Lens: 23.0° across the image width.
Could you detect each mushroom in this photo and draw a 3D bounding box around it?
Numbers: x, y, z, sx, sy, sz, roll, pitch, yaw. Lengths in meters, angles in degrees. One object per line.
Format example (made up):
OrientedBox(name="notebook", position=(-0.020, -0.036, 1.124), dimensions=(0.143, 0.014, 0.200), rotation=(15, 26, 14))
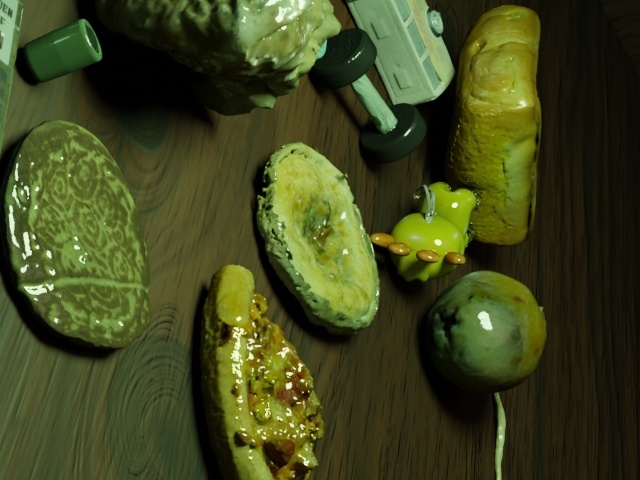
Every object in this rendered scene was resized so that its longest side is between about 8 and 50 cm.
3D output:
OrientedBox(name="mushroom", position=(0.280, 0.325, 2.438), dimensions=(0.026, 0.028, 0.286), rotation=(96, -8, -49))

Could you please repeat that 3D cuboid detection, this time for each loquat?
OrientedBox(name="loquat", position=(0.244, 0.137, 2.315), dimensions=(0.227, 0.179, 0.179), rotation=(-32, 102, -63))

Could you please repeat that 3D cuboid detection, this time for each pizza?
OrientedBox(name="pizza", position=(-0.053, 0.192, 1.781), dimensions=(0.226, 0.086, 0.335), rotation=(17, 57, -59))

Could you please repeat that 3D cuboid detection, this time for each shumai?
OrientedBox(name="shumai", position=(-0.100, -0.231, 1.796), dimensions=(0.314, 0.267, 0.262), rotation=(-122, -170, -49))

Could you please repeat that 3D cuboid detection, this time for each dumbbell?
OrientedBox(name="dumbbell", position=(0.070, -0.209, 2.279), dimensions=(0.191, 0.100, 0.100), rotation=(54, 30, -33))

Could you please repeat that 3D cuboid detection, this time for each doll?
OrientedBox(name="doll", position=(0.163, -0.005, 2.302), dimensions=(0.221, 0.143, 0.135), rotation=(-34, 138, -65))

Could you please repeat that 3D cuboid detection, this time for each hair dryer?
OrientedBox(name="hair dryer", position=(-0.265, -0.211, 1.660), dimensions=(0.150, 0.071, 0.047), rotation=(-89, 157, -70))

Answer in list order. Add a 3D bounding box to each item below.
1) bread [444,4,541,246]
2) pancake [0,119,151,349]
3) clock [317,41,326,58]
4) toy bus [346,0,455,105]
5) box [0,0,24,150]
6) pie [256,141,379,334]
OrientedBox(name="bread", position=(0.281, -0.193, 2.564), dimensions=(0.328, 0.148, 0.337), rotation=(-82, 173, -46))
OrientedBox(name="pancake", position=(-0.241, -0.006, 1.587), dimensions=(0.250, 0.031, 0.250), rotation=(43, 38, -47))
OrientedBox(name="clock", position=(-0.032, -0.329, 2.218), dimensions=(0.108, 0.045, 0.147), rotation=(49, 32, -40))
OrientedBox(name="toy bus", position=(0.100, -0.380, 2.467), dimensions=(0.342, 0.097, 0.138), rotation=(63, 33, -20))
OrientedBox(name="box", position=(-0.358, -0.140, 1.421), dimensions=(0.180, 0.047, 0.324), rotation=(44, 36, -45))
OrientedBox(name="pie", position=(0.000, 0.000, 2.047), dimensions=(0.274, 0.055, 0.274), rotation=(44, 36, -45))
